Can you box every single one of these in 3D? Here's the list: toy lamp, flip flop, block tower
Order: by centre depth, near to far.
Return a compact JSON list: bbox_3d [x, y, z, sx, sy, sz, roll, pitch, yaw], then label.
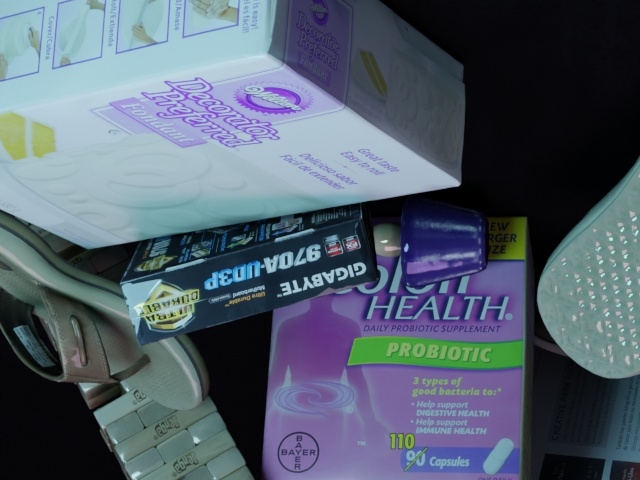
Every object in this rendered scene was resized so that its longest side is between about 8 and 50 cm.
[{"bbox_3d":[-0.204,0.059,1.417,0.277,0.080,0.112,38,150,-30],"label":"flip flop"},{"bbox_3d":[0.000,0.000,1.538,0.275,0.080,0.080,1,161,12],"label":"toy lamp"},{"bbox_3d":[-0.154,0.116,1.554,0.091,0.335,0.097,-29,164,-10],"label":"block tower"}]

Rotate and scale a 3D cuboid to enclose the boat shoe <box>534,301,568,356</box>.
[{"bbox_3d":[0.350,0.067,1.686,0.335,0.095,0.112,8,-163,-4],"label":"boat shoe"}]

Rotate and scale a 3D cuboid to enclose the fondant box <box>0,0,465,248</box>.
[{"bbox_3d":[-0.103,-0.091,1.262,0.330,0.096,0.238,-10,157,32],"label":"fondant box"}]

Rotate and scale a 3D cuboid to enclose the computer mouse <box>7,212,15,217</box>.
[{"bbox_3d":[-0.365,-0.072,1.426,0.262,0.060,0.184,9,164,12],"label":"computer mouse"}]

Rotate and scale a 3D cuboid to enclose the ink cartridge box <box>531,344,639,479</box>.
[{"bbox_3d":[0.256,0.227,1.698,0.272,0.309,0.130,7,127,14],"label":"ink cartridge box"}]

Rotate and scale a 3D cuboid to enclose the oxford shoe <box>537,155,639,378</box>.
[{"bbox_3d":[0.311,-0.037,1.326,0.130,0.169,0.449,-34,174,-34],"label":"oxford shoe"}]

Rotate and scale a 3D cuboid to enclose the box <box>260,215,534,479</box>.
[{"bbox_3d":[0.071,0.110,1.585,0.213,0.243,0.117,0,157,10],"label":"box"}]

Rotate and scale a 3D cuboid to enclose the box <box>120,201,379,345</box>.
[{"bbox_3d":[-0.048,0.007,1.386,0.175,0.051,0.220,-15,-169,3],"label":"box"}]
